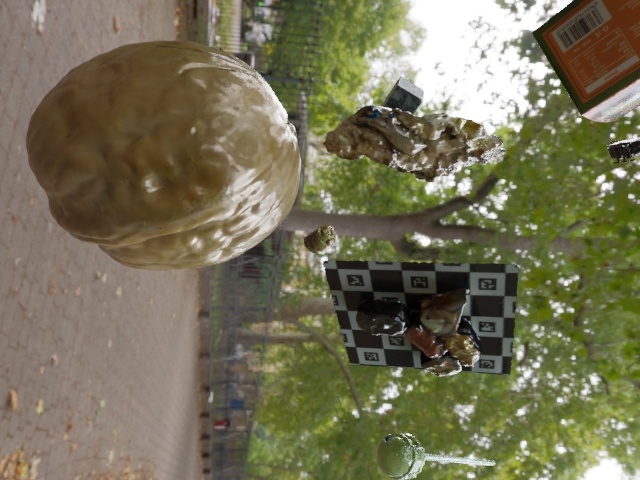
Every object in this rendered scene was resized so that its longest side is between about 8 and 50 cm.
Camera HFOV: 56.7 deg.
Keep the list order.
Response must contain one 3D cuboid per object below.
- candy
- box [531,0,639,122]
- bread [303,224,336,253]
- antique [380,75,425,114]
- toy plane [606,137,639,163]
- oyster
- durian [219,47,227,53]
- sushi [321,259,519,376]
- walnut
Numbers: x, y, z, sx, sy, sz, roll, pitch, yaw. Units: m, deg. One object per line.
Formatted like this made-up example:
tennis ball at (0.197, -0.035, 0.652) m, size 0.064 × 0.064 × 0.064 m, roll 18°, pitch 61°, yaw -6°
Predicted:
candy at (0.251, 0.450, 1.226) m, size 0.092 × 0.335 × 0.093 m, roll 43°, pitch -68°, yaw 54°
box at (0.426, -0.270, 0.782) m, size 0.195 × 0.177 × 0.148 m, roll -36°, pitch -106°, yaw 40°
bread at (0.000, 0.000, 1.441) m, size 0.066 × 0.060 × 0.110 m, roll -53°, pitch -170°, yaw -24°
antique at (0.218, -0.373, 1.739) m, size 0.183 × 0.088 × 0.086 m, roll -55°, pitch -172°, yaw 35°
toy plane at (0.779, -0.232, 1.454) m, size 0.197 × 0.078 × 0.053 m, roll -3°, pitch -65°, yaw 64°
oyster at (0.145, -0.138, 0.870) m, size 0.223 × 0.214 × 0.083 m, roll 4°, pitch -93°, yaw 44°
durian at (-0.156, -0.215, 0.966) m, size 0.187 × 0.108 × 0.119 m, roll -58°, pitch 142°, yaw -33°
sushi at (0.198, 0.183, 1.175) m, size 0.064 × 0.359 × 0.343 m, roll -73°, pitch 157°, yaw -44°
walnut at (-0.184, -0.096, 0.728) m, size 0.277 × 0.313 × 0.252 m, roll 57°, pitch 14°, yaw -65°
